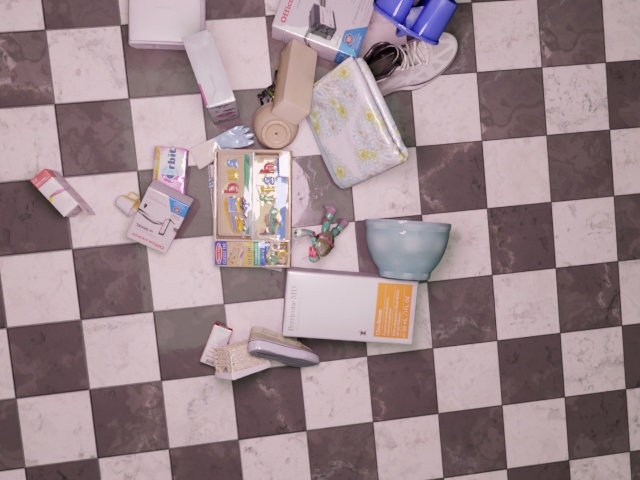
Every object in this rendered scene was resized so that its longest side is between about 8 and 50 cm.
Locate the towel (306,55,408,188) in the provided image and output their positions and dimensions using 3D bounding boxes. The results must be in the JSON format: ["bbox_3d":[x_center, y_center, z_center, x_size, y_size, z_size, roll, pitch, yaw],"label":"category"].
[{"bbox_3d":[0.097,-0.381,1.814,0.090,0.320,0.375,-30,96,-35],"label":"towel"}]

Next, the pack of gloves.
[{"bbox_3d":[-0.312,-0.282,1.920,0.232,0.046,0.195,-24,97,5],"label":"pack of gloves"}]

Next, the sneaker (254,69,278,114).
[{"bbox_3d":[-0.177,-0.508,1.899,0.078,0.067,0.188,20,94,-12],"label":"sneaker"}]

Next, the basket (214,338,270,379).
[{"bbox_3d":[-0.273,0.406,1.882,0.167,0.113,0.103,-9,90,-44],"label":"basket"}]

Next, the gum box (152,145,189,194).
[{"bbox_3d":[-0.518,-0.225,1.884,0.107,0.062,0.189,5,93,-5],"label":"gum box"}]

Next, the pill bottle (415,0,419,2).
[{"bbox_3d":[0.299,-0.907,1.888,0.245,0.136,0.136,31,90,-6],"label":"pill bottle"}]

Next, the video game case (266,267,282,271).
[{"bbox_3d":[-0.212,0.007,1.946,0.190,0.022,0.173,13,92,-5],"label":"video game case"}]

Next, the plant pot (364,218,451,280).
[{"bbox_3d":[0.291,0.032,1.854,0.293,0.293,0.196,3,91,-5],"label":"plant pot"}]

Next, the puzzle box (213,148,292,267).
[{"bbox_3d":[-0.234,-0.111,1.884,0.272,0.052,0.409,1,96,3],"label":"puzzle box"}]

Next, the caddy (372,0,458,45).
[{"bbox_3d":[0.289,-0.733,1.735,0.241,0.341,0.179,27,120,-8],"label":"caddy"}]

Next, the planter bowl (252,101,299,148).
[{"bbox_3d":[-0.150,-0.378,1.857,0.162,0.109,0.162,-3,122,-5],"label":"planter bowl"}]

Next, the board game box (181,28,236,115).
[{"bbox_3d":[-0.347,-0.515,1.764,0.097,0.303,0.224,-19,94,-4],"label":"board game box"}]

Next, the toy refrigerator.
[{"bbox_3d":[-0.088,-0.531,1.829,0.102,0.094,0.270,20,61,-28],"label":"toy refrigerator"}]

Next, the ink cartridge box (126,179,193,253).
[{"bbox_3d":[-0.541,-0.077,1.839,0.148,0.086,0.203,26,110,-14],"label":"ink cartridge box"}]

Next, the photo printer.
[{"bbox_3d":[-0.514,-0.805,1.832,0.255,0.107,0.308,1,93,-5],"label":"photo printer"}]

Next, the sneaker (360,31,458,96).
[{"bbox_3d":[0.294,-0.600,1.843,0.447,0.257,0.169,-26,95,-4],"label":"sneaker"}]

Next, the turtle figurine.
[{"bbox_3d":[0.000,0.000,1.898,0.234,0.118,0.175,-55,141,-19],"label":"turtle figurine"}]

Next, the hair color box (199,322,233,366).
[{"bbox_3d":[-0.369,0.372,1.939,0.072,0.043,0.141,22,90,-6],"label":"hair color box"}]

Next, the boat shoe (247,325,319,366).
[{"bbox_3d":[-0.120,0.370,1.895,0.302,0.109,0.094,26,52,-38],"label":"boat shoe"}]

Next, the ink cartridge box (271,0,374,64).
[{"bbox_3d":[0.009,-0.764,1.872,0.307,0.129,0.223,19,91,-6],"label":"ink cartridge box"}]

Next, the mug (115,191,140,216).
[{"bbox_3d":[-0.667,-0.128,1.886,0.064,0.078,0.062,32,122,2],"label":"mug"}]

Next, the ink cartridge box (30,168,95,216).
[{"bbox_3d":[-0.858,-0.143,1.830,0.067,0.115,0.198,-42,95,-3],"label":"ink cartridge box"}]

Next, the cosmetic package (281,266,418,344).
[{"bbox_3d":[0.098,0.225,1.917,0.453,0.161,0.230,4,92,-5],"label":"cosmetic package"}]
